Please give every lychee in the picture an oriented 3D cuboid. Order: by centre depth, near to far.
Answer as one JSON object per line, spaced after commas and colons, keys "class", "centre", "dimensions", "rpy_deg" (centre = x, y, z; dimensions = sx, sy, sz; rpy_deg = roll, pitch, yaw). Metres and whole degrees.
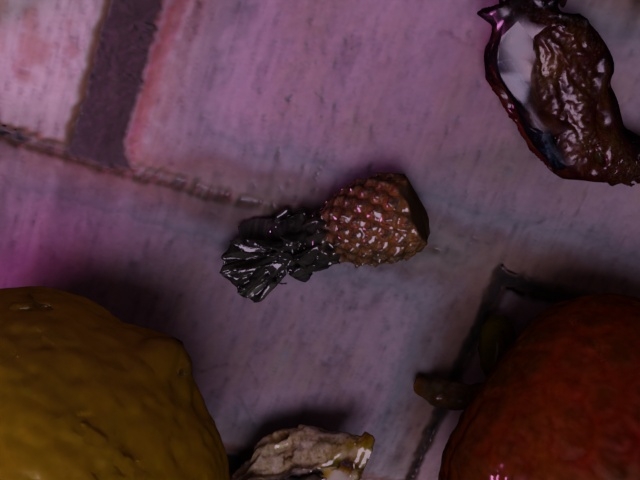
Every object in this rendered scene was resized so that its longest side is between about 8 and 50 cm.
{"class": "lychee", "centre": [0.206, 0.165, 0.894], "dimensions": [0.255, 0.300, 0.255], "rpy_deg": [-20, 127, -29]}

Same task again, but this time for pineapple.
{"class": "pineapple", "centre": [0.000, 0.000, 0.876], "dimensions": [0.159, 0.074, 0.074], "rpy_deg": [-19, 118, 15]}

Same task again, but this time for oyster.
{"class": "oyster", "centre": [-0.044, 0.225, 0.997], "dimensions": [0.133, 0.072, 0.209], "rpy_deg": [7, 137, -15]}

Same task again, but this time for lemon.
{"class": "lemon", "centre": [-0.229, 0.197, 0.835], "dimensions": [0.336, 0.336, 0.336], "rpy_deg": [-2, 118, -3]}

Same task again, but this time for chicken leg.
{"class": "chicken leg", "centre": [0.207, -0.091, 0.851], "dimensions": [0.253, 0.051, 0.106], "rpy_deg": [35, 105, -23]}
